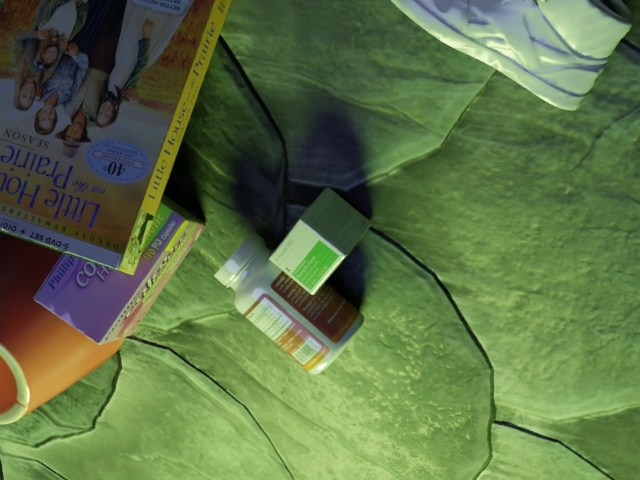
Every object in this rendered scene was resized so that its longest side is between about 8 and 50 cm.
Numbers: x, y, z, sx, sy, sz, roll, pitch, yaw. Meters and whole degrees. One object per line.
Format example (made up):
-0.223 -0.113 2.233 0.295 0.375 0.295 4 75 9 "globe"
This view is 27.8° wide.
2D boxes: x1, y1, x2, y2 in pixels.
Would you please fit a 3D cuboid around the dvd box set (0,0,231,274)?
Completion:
-0.328 -0.196 1.772 0.307 0.062 0.420 19 85 16 "dvd box set"

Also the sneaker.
0.233 -0.300 1.572 0.292 0.108 0.169 28 127 -5 "sneaker"

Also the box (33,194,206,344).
-0.285 0.027 1.892 0.117 0.243 0.213 35 90 3 "box"

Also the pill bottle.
-0.050 0.089 1.941 0.216 0.121 0.121 42 129 -3 "pill bottle"

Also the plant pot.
-0.494 0.153 2.124 0.275 0.243 0.275 13 125 19 "plant pot"

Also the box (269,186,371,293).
0.000 0.000 1.871 0.087 0.102 0.101 40 130 1 "box"
